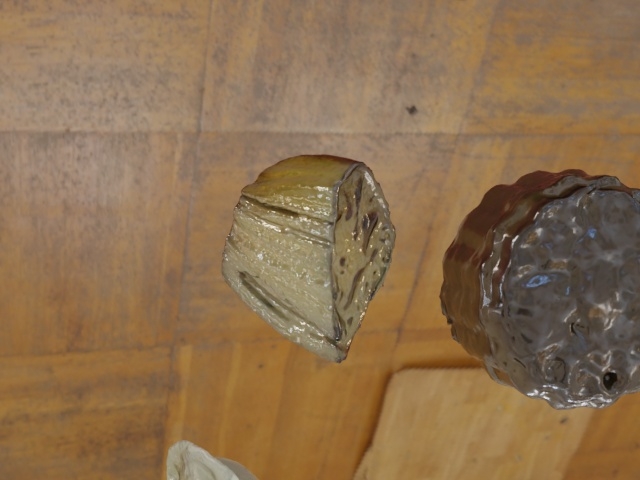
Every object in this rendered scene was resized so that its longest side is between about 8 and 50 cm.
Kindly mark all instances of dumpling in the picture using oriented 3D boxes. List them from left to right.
[{"bbox_3d":[-0.172,0.385,1.423,0.131,0.179,0.252,-41,148,-24],"label":"dumpling"}]

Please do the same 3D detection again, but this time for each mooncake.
[{"bbox_3d":[0.332,0.065,1.229,0.324,0.187,0.324,-1,95,-11],"label":"mooncake"}]

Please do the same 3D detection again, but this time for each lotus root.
[{"bbox_3d":[-0.004,-0.001,0.765,0.095,0.135,0.159,-13,122,-54],"label":"lotus root"}]
